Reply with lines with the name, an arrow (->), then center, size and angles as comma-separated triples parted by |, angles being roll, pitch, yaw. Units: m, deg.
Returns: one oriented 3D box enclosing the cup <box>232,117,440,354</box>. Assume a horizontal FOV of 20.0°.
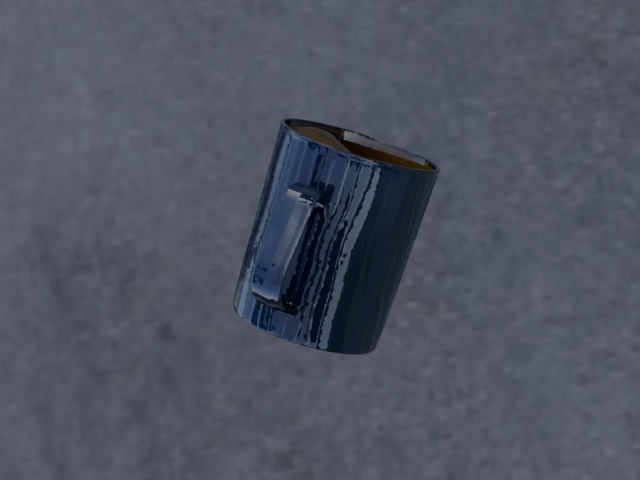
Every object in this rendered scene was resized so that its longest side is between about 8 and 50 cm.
cup -> -0.005, -0.003, 1.250 | 0.113, 0.150, 0.138 | 29, 106, 47
